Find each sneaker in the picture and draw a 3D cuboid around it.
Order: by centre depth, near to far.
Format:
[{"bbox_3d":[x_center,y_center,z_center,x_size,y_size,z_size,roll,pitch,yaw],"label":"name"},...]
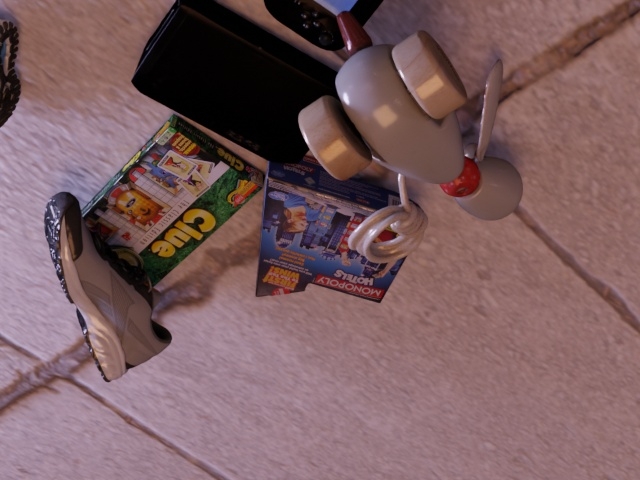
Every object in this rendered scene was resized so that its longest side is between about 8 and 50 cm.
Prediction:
[{"bbox_3d":[-0.374,-0.181,1.334,0.073,0.063,0.162,22,129,8],"label":"sneaker"},{"bbox_3d":[-0.260,0.047,1.478,0.108,0.100,0.271,-22,128,-7],"label":"sneaker"}]

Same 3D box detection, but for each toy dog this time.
[{"bbox_3d":[0.095,-0.129,1.265,0.220,0.161,0.333,-19,153,3],"label":"toy dog"}]

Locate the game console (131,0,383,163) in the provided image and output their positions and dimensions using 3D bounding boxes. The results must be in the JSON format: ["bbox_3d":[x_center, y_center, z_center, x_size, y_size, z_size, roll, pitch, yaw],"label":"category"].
[{"bbox_3d":[-0.027,-0.237,1.252,0.213,0.044,0.361,27,129,-19],"label":"game console"}]

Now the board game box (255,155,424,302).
[{"bbox_3d":[0.000,0.000,1.460,0.194,0.060,0.194,17,133,-11],"label":"board game box"}]

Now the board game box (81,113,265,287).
[{"bbox_3d":[-0.198,-0.034,1.467,0.136,0.030,0.260,31,128,-25],"label":"board game box"}]
